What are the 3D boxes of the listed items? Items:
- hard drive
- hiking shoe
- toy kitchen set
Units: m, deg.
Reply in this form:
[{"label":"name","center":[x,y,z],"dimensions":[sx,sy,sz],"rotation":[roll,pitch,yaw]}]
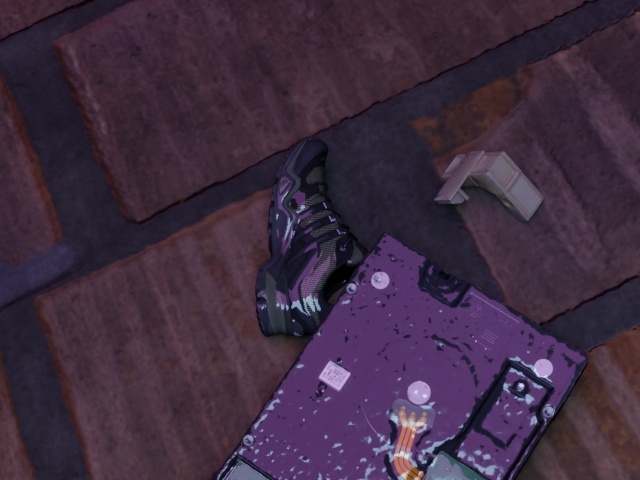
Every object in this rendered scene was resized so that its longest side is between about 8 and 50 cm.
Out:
[{"label":"hard drive","center":[0.066,0.191,1.273],"dimensions":[0.237,0.064,0.339],"rotation":[31,77,14]},{"label":"hiking shoe","center":[0.000,0.000,1.424],"dimensions":[0.114,0.086,0.227],"rotation":[8,70,3]},{"label":"toy kitchen set","center":[0.171,-0.044,1.422],"dimensions":[0.068,0.075,0.083],"rotation":[-53,24,-18]}]
